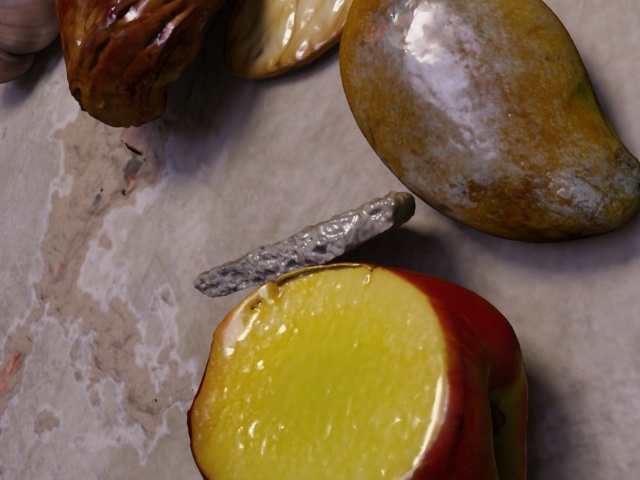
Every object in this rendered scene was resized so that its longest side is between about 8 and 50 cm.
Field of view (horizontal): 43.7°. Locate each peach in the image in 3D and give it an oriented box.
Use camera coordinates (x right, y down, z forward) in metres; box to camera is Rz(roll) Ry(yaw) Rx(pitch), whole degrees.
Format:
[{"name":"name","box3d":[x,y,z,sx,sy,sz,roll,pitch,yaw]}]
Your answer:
[{"name":"peach","box3d":[0.027,0.153,0.652,0.274,0.248,0.245,6,127,30]}]

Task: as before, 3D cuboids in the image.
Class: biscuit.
[{"name":"biscuit","box3d":[-0.021,-0.288,0.909,0.260,0.041,0.203,-46,61,20]},{"name":"biscuit","box3d":[0.001,0.002,0.767,0.290,0.141,0.038,-22,91,50]}]

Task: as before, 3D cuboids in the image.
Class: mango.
[{"name":"mango","box3d":[0.141,-0.118,0.696,0.193,0.146,0.316,-48,71,19]}]

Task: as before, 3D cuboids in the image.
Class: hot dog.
[{"name":"hot dog","box3d":[-0.223,-0.307,0.961,0.267,0.174,0.387,-45,45,29]}]

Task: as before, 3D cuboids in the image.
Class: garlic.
[{"name":"garlic","box3d":[-0.447,-0.337,1.152,0.160,0.191,0.214,6,126,23]}]
